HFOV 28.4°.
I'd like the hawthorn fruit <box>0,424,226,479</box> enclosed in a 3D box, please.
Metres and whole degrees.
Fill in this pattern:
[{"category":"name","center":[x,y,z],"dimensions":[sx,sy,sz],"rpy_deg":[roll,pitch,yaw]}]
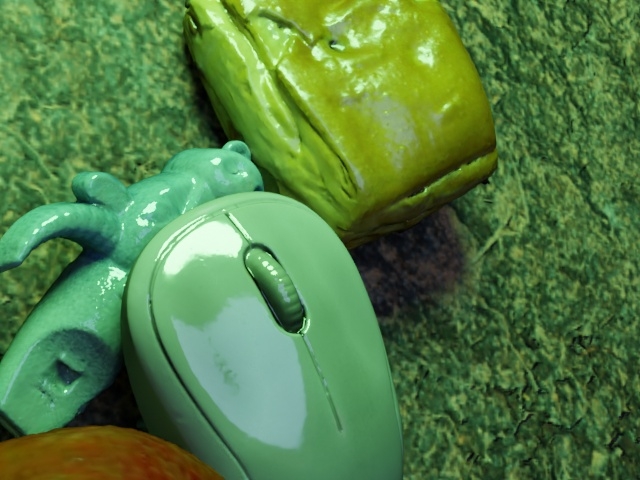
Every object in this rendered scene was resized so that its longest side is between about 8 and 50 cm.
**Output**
[{"category":"hawthorn fruit","center":[-0.170,0.242,0.702],"dimensions":[0.265,0.307,0.265],"rpy_deg":[-14,90,-76]}]

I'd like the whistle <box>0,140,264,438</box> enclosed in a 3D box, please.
[{"category":"whistle","center":[-0.129,0.026,0.867],"dimensions":[0.180,0.093,0.269],"rpy_deg":[53,57,-31]}]

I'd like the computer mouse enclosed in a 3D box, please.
[{"category":"computer mouse","center":[-0.026,0.119,0.841],"dimensions":[0.184,0.121,0.297],"rpy_deg":[-18,109,-36]}]

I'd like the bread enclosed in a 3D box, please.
[{"category":"bread","center":[0.026,-0.119,0.980],"dimensions":[0.210,0.099,0.235],"rpy_deg":[-23,81,-32]}]
